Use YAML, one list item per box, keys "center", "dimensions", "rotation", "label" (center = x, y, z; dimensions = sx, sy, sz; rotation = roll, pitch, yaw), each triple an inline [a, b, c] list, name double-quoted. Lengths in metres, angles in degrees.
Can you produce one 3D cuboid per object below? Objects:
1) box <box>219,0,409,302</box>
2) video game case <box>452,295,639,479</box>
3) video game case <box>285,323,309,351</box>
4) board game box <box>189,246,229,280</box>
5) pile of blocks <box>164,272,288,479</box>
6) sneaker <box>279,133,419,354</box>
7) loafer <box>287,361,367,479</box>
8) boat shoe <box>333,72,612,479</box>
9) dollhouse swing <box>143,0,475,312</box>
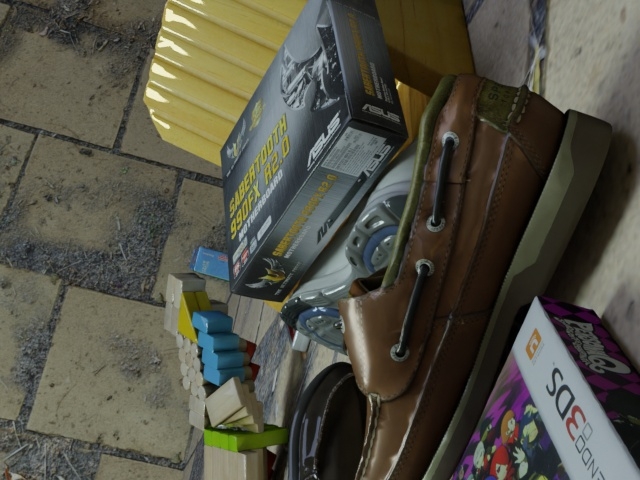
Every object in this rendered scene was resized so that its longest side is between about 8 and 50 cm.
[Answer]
- center: [-0.017, -0.084, 0.792]
  dimensions: [0.231, 0.056, 0.183]
  rotation: [-52, 35, 41]
  label: "box"
- center: [0.096, 0.172, 0.408]
  dimensions: [0.210, 0.042, 0.232]
  rotation: [-95, 22, -67]
  label: "video game case"
- center: [0.000, 0.000, 1.321]
  dimensions: [0.204, 0.025, 0.285]
  rotation: [-118, 45, -76]
  label: "video game case"
- center: [-0.104, 0.047, 1.280]
  dimensions: [0.211, 0.160, 0.039]
  rotation: [177, 109, -80]
  label: "board game box"
- center: [-0.113, 0.200, 1.248]
  dimensions: [0.149, 0.112, 0.362]
  rotation: [-39, 62, 45]
  label: "pile of blocks"
- center: [0.056, 0.015, 0.799]
  dimensions: [0.297, 0.111, 0.129]
  rotation: [-50, 14, 54]
  label: "sneaker"
- center: [0.018, 0.210, 0.764]
  dimensions: [0.078, 0.080, 0.220]
  rotation: [-12, 56, 42]
  label: "loafer"
- center: [0.063, 0.050, 0.547]
  dimensions: [0.111, 0.104, 0.307]
  rotation: [-43, -25, -76]
  label: "boat shoe"
- center: [-0.049, -0.129, 0.969]
  dimensions: [0.315, 0.305, 0.347]
  rotation: [-86, 16, -52]
  label: "dollhouse swing"
